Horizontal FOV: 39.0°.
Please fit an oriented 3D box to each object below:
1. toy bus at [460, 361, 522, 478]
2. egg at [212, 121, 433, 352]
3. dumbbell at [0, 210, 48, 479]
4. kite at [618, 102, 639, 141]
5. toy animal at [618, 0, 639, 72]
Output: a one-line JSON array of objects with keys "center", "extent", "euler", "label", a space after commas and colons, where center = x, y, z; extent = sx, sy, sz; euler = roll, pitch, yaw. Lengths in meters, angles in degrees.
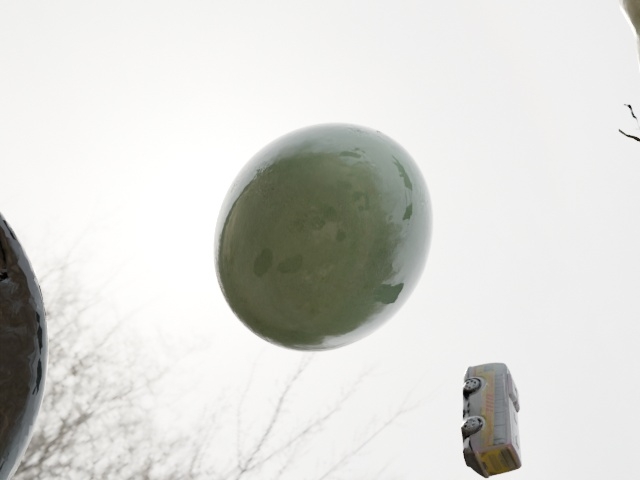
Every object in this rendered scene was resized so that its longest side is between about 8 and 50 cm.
[{"center": [0.224, 0.230, 1.183], "extent": [0.072, 0.172, 0.057], "euler": [-17, -62, 19], "label": "toy bus"}, {"center": [0.000, 0.000, 1.182], "extent": [0.276, 0.276, 0.389], "euler": [52, -30, 8], "label": "egg"}, {"center": [-0.234, 0.089, 0.389], "extent": [0.185, 0.185, 0.388], "euler": [53, -39, 7], "label": "dumbbell"}, {"center": [0.481, -0.049, 1.078], "extent": [0.310, 0.169, 0.015], "euler": [36, -60, -2], "label": "kite"}, {"center": [0.452, -0.297, 1.151], "extent": [0.138, 0.140, 0.283], "euler": [-21, -88, 14], "label": "toy animal"}]
